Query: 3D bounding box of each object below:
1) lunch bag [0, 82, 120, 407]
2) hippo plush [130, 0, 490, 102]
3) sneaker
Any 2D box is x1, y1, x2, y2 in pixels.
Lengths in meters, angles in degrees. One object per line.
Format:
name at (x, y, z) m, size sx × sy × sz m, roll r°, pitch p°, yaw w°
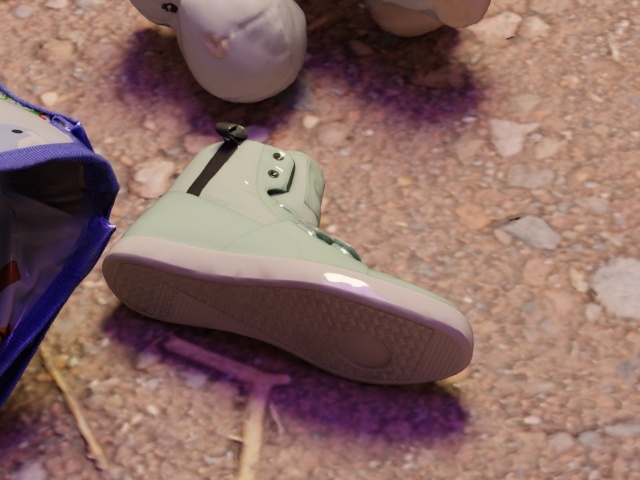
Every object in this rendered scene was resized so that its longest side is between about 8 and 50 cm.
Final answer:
lunch bag at (-0.359, 0.004, 1.186) m, size 0.328 × 0.239 × 0.385 m, roll 31°, pitch 58°, yaw 33°
hippo plush at (-0.034, -0.239, 1.437) m, size 0.237 × 0.234 × 0.294 m, roll -30°, pitch 79°, yaw -13°
sneaker at (0.000, 0.000, 1.279) m, size 0.256 × 0.094 × 0.151 m, roll 15°, pitch 50°, yaw 20°
